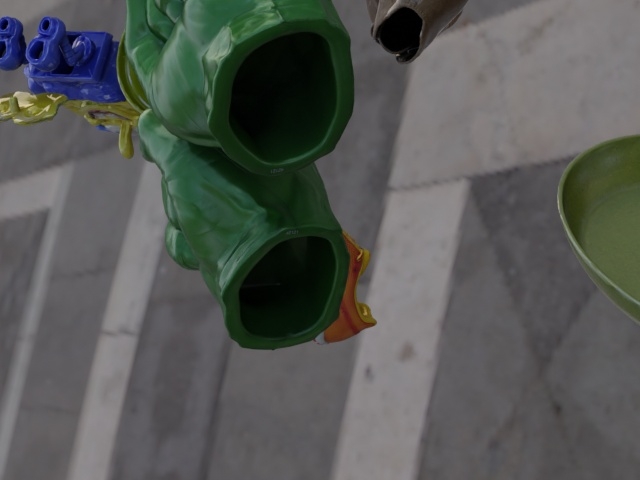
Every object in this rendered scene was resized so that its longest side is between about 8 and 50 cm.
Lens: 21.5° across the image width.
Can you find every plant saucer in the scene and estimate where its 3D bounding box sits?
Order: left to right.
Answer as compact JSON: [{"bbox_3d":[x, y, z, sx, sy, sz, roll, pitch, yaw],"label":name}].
[{"bbox_3d":[0.264,0.012,1.075,0.241,0.241,0.037,-108,25,-52],"label":"plant saucer"}]

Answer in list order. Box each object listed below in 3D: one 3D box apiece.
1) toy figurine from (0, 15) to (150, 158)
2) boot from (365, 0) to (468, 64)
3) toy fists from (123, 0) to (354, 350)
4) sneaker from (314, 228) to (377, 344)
[{"bbox_3d":[-0.132,-0.152,1.308,0.362,0.217,0.191,4,79,34],"label":"toy figurine"},{"bbox_3d":[0.078,-0.225,1.635,0.115,0.112,0.305,-58,4,-7],"label":"boot"},{"bbox_3d":[-0.049,-0.068,0.917,0.279,0.096,0.142,89,163,-49],"label":"toy fists"},{"bbox_3d":[0.000,0.000,1.339,0.064,0.067,0.175,-118,8,-59],"label":"sneaker"}]
